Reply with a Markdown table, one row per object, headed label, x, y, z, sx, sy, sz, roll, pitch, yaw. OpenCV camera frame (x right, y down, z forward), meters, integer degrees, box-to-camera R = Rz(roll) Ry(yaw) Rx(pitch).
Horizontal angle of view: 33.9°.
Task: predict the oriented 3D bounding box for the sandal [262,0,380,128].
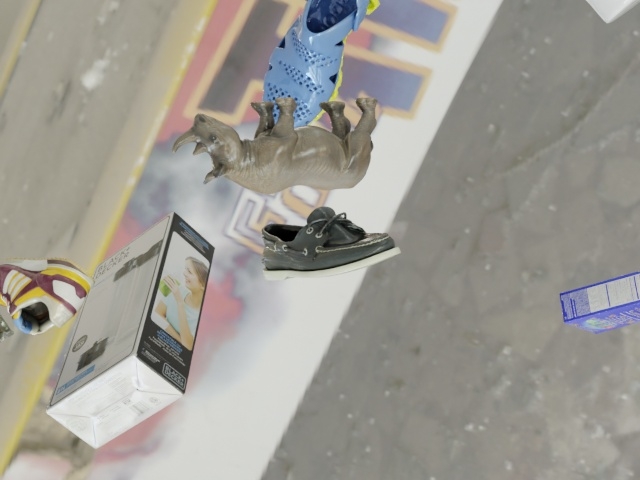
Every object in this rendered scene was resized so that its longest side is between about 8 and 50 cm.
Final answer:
| label | x | y | z | sx | sy | sz | roll | pitch | yaw |
| --- | --- | --- | --- | --- | --- | --- | --- | --- | --- |
| sandal | -0.006 | -0.316 | 1.614 | 0.317 | 0.126 | 0.138 | -65 | -9 | 12 |

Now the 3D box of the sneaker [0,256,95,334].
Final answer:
| label | x | y | z | sx | sy | sz | roll | pitch | yaw |
| --- | --- | --- | --- | --- | --- | --- | --- | --- | --- |
| sneaker | -0.352 | 0.070 | 1.245 | 0.186 | 0.069 | 0.083 | -9 | 45 | 41 |

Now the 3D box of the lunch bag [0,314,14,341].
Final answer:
| label | x | y | z | sx | sy | sz | roll | pitch | yaw |
| --- | --- | --- | --- | --- | --- | --- | --- | --- | --- |
| lunch bag | -0.622 | 0.083 | 1.488 | 0.235 | 0.287 | 0.169 | -33 | 6 | -6 |

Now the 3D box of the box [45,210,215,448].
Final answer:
| label | x | y | z | sx | sy | sz | roll | pitch | yaw |
| --- | --- | --- | --- | --- | --- | --- | --- | --- | --- |
| box | -0.243 | 0.111 | 1.382 | 0.169 | 0.087 | 0.290 | -32 | 29 | 26 |

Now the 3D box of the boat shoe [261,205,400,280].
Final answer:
| label | x | y | z | sx | sy | sz | roll | pitch | yaw |
| --- | --- | --- | --- | --- | --- | --- | --- | --- | --- |
| boat shoe | 0.003 | -0.001 | 1.782 | 0.340 | 0.127 | 0.113 | -7 | 98 | 60 |

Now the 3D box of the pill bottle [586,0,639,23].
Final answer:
| label | x | y | z | sx | sy | sz | roll | pitch | yaw |
| --- | --- | --- | --- | --- | --- | --- | --- | --- | --- |
| pill bottle | 0.178 | -0.289 | 0.780 | 0.136 | 0.245 | 0.136 | -37 | -3 | -2 |

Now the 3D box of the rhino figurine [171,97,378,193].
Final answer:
| label | x | y | z | sx | sy | sz | roll | pitch | yaw |
| --- | --- | --- | --- | --- | --- | --- | --- | --- | --- |
| rhino figurine | -0.048 | -0.106 | 1.181 | 0.073 | 0.243 | 0.106 | -179 | 85 | -66 |

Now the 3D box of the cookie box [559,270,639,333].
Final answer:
| label | x | y | z | sx | sy | sz | roll | pitch | yaw |
| --- | --- | --- | --- | --- | --- | --- | --- | --- | --- |
| cookie box | 0.349 | 0.073 | 1.225 | 0.107 | 0.092 | 0.040 | -20 | 66 | 34 |
